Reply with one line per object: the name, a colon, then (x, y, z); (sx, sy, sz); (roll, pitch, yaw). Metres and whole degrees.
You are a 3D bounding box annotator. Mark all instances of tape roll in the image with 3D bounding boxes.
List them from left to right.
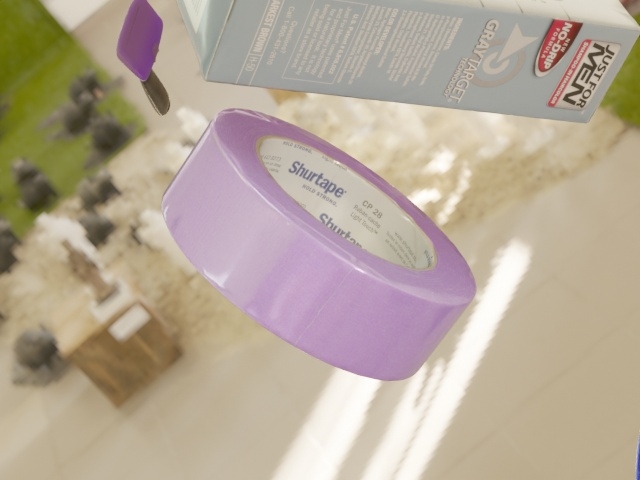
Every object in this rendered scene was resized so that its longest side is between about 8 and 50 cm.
tape roll: (0.000, 0.000, 1.299); (0.090, 0.275, 0.275); (-54, 18, 18)

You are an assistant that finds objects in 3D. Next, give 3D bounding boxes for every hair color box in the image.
hair color box: (0.067, -0.214, 1.285); (0.185, 0.374, 0.113); (-112, 35, -42)

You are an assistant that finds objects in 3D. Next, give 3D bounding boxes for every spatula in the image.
spatula: (-0.207, -0.209, 1.803); (0.296, 0.030, 0.084); (92, -167, -77)

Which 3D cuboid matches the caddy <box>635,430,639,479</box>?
caddy: (0.323, 0.245, 1.073); (0.179, 0.341, 0.241); (-2, -7, -16)
